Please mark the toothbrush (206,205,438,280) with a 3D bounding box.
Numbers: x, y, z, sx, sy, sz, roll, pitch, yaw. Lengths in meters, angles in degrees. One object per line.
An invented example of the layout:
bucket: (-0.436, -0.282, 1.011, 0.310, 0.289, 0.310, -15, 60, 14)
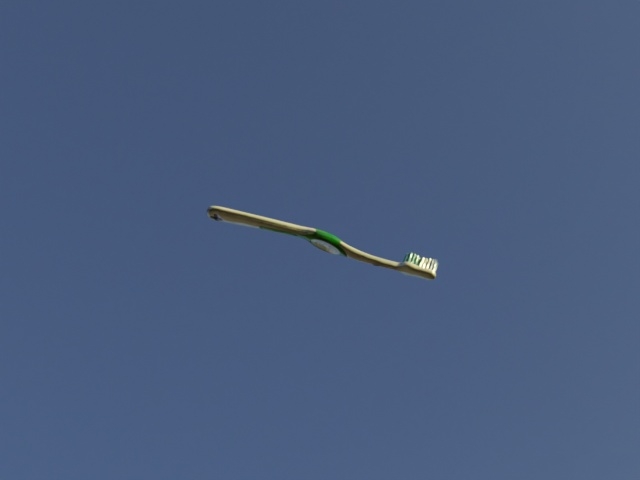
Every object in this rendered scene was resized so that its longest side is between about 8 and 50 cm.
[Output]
toothbrush: (-0.001, 0.001, 1.524, 0.304, 0.030, 0.030, 14, -61, 7)
